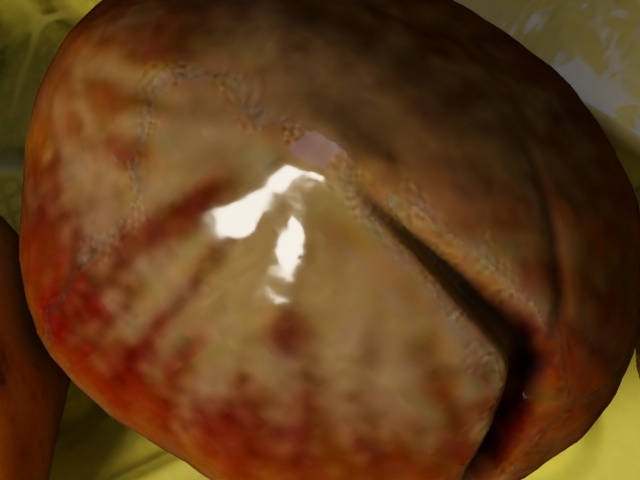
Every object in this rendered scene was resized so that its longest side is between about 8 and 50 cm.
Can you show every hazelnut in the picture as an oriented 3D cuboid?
[{"bbox_3d":[0.000,0.000,0.725,0.409,0.359,0.359,29,83,15],"label":"hazelnut"}]

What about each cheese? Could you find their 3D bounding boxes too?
[{"bbox_3d":[0.214,-0.209,0.856,0.242,0.124,0.265,32,83,22],"label":"cheese"}]

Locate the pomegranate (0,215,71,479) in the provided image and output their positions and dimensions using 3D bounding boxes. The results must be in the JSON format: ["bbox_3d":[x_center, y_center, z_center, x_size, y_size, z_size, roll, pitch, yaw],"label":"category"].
[{"bbox_3d":[-0.364,0.130,0.786,0.410,0.410,0.410,-3,74,12],"label":"pomegranate"}]

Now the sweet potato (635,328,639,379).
[{"bbox_3d":[0.333,-0.047,0.789,0.359,0.112,0.112,-45,70,13],"label":"sweet potato"}]
